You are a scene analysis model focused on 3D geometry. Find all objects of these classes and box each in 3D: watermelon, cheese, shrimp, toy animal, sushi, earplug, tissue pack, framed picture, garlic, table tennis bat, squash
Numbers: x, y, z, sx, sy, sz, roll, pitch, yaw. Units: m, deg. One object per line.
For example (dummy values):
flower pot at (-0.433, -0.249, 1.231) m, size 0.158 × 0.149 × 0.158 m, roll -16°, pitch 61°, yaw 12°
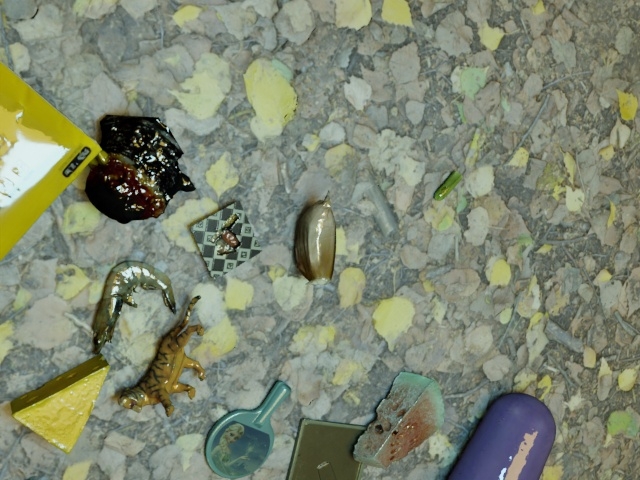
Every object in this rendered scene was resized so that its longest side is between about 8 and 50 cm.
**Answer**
watermelon at (0.178, 0.433, 1.685) m, size 0.241 × 0.094 × 0.154 m, roll -40°, pitch 122°, yaw -24°
cheese at (-0.461, 0.282, 1.355) m, size 0.126 × 0.093 × 0.171 m, roll 46°, pitch 77°, yaw -21°
shrimp at (-0.357, 0.141, 1.422) m, size 0.148 × 0.035 × 0.195 m, roll 20°, pitch 87°, yaw -29°
toy animal at (-0.288, 0.226, 1.443) m, size 0.116 × 0.114 × 0.255 m, roll 20°, pitch 82°, yaw 16°
sushi at (-0.341, -0.111, 1.327) m, size 0.150 × 0.153 × 0.172 m, roll -56°, pitch 138°, yaw -31°
earplug at (0.420, 0.583, 1.770) m, size 0.215 × 0.215 × 0.455 m, roll 36°, pitch 78°, yaw -25°
tissue pack at (-0.593, -0.104, 1.163) m, size 0.293 × 0.228 × 0.382 m, roll 44°, pitch 79°, yaw -26°
framed picture at (0.010, 0.537, 1.658) m, size 0.189 × 0.023 × 0.259 m, roll 13°, pitch 92°, yaw -27°
sushi at (-0.194, -0.002, 1.484) m, size 0.120 × 0.026 × 0.126 m, roll -31°, pitch 114°, yaw -22°
garlic at (0.000, -0.010, 1.517) m, size 0.091 × 0.128 × 0.198 m, roll 8°, pitch 97°, yaw -11°
table tennis bat at (-0.145, 0.402, 1.559) m, size 0.149 × 0.038 × 0.237 m, roll 43°, pitch 81°, yaw -24°
squash at (0.295, -0.124, 1.701) m, size 0.083 × 0.027 × 0.027 m, roll -48°, pitch 114°, yaw -13°
